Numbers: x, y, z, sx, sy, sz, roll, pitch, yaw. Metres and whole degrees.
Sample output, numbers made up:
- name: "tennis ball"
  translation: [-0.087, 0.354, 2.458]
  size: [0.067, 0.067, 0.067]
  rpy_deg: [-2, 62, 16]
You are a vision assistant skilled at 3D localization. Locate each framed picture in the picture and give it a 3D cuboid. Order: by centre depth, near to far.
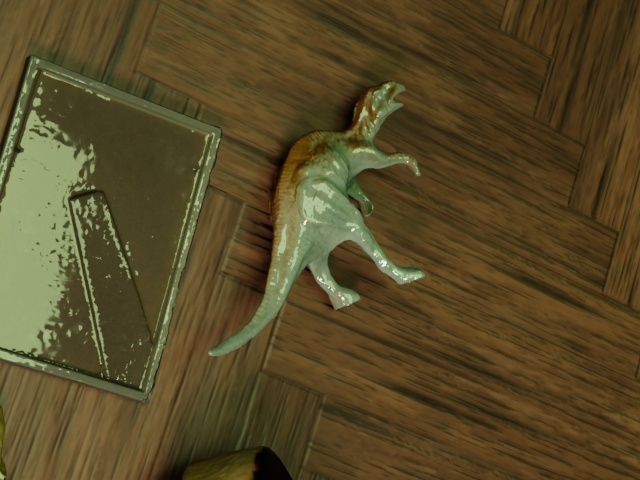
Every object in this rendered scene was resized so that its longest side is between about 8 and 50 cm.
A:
- name: "framed picture"
  translation: [-0.240, -0.010, 1.616]
  size: [0.232, 0.024, 0.315]
  rpy_deg: [21, 75, -25]

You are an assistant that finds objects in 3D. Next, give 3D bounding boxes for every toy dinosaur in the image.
- name: "toy dinosaur"
  translation: [0.000, 0.000, 1.705]
  size: [0.393, 0.092, 0.205]
  rpy_deg: [-40, 104, -24]

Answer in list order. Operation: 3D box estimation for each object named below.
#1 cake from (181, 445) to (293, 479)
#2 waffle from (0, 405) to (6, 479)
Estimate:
- name: "cake"
  translation: [-0.102, 0.322, 1.575]
  size: [0.178, 0.208, 0.185]
  rpy_deg: [-25, 140, 4]
- name: "waffle"
  translation: [-0.434, 0.229, 1.469]
  size: [0.281, 0.058, 0.301]
  rpy_deg: [1, 83, -30]
